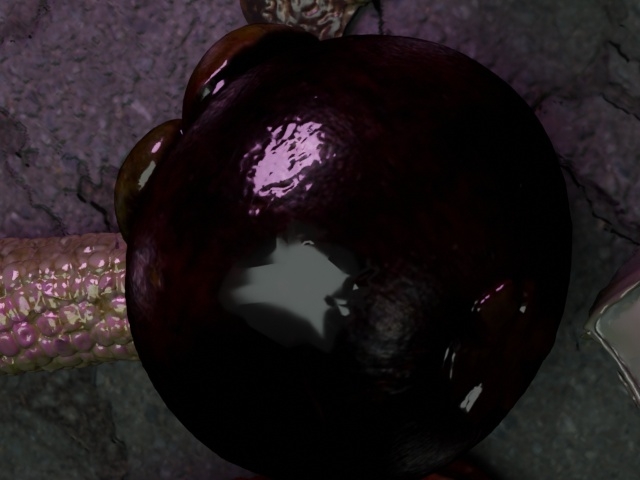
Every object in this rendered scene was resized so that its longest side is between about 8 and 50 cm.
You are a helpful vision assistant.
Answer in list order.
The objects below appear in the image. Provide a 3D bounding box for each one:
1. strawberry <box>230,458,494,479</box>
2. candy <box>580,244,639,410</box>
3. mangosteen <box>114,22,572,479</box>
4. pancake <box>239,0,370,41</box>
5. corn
[{"bbox_3d":[-0.002,0.287,1.340,0.345,0.295,0.317,-35,52,6],"label":"strawberry"},{"bbox_3d":[0.293,0.059,1.239,0.195,0.137,0.185,-38,87,25],"label":"candy"},{"bbox_3d":[0.000,0.000,1.268,0.347,0.307,0.307,34,114,40],"label":"mangosteen"},{"bbox_3d":[0.028,-0.190,1.346,0.190,0.020,0.184,-16,95,24],"label":"pancake"},{"bbox_3d":[-0.266,0.055,1.454,0.335,0.126,0.126,-3,100,19],"label":"corn"}]
